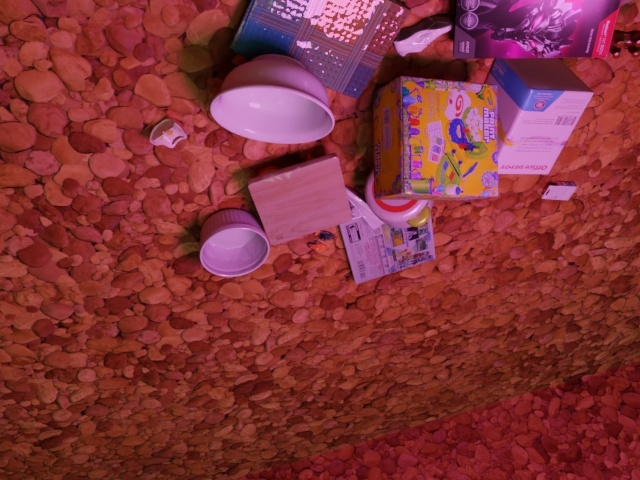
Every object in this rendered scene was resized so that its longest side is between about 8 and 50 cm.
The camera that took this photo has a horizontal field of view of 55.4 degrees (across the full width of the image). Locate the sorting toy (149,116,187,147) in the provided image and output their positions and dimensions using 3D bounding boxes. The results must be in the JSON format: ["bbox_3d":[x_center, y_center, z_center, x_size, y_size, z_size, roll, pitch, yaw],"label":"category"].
[{"bbox_3d":[-0.382,-0.268,1.552,0.083,0.045,0.075,-31,143,13],"label":"sorting toy"}]

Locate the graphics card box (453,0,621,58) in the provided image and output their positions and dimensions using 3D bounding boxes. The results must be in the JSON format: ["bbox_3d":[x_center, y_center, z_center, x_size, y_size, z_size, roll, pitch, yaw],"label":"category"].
[{"bbox_3d":[0.502,-0.550,1.430,0.371,0.094,0.232,4,139,12],"label":"graphics card box"}]

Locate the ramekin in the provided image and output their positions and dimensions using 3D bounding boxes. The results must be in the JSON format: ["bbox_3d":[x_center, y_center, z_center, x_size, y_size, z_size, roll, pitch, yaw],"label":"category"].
[{"bbox_3d":[-0.263,0.001,1.818,0.207,0.109,0.207,-10,136,-10],"label":"ramekin"}]

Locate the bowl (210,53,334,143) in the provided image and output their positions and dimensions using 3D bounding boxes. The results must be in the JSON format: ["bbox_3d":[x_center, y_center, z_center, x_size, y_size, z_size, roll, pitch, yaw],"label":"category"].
[{"bbox_3d":[-0.107,-0.349,1.452,0.298,0.134,0.298,6,166,1],"label":"bowl"}]

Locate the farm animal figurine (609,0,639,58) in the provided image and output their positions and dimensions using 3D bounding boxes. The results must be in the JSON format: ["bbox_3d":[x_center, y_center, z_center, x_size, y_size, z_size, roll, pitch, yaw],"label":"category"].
[{"bbox_3d":[0.761,-0.632,1.469,0.327,0.172,0.330,-18,131,33],"label":"farm animal figurine"}]

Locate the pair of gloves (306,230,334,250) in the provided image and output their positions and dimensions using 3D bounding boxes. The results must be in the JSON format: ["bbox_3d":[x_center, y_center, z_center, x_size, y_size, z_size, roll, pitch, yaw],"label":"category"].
[{"bbox_3d":[0.000,0.000,1.980,0.074,0.010,0.083,14,126,-29],"label":"pair of gloves"}]

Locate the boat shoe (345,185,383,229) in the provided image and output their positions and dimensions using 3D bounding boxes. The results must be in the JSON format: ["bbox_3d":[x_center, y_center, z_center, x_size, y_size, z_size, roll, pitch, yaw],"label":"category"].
[{"bbox_3d":[0.121,-0.097,1.864,0.063,0.066,0.184,-45,124,13],"label":"boat shoe"}]

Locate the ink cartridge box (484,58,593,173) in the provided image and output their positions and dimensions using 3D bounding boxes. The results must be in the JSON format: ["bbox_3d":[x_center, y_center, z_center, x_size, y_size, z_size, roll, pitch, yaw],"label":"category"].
[{"bbox_3d":[0.560,-0.344,1.680,0.198,0.197,0.270,-2,135,-18],"label":"ink cartridge box"}]

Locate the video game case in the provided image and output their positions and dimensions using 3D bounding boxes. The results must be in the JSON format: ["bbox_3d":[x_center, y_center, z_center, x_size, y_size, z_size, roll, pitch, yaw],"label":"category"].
[{"bbox_3d":[0.229,-0.006,2.036,0.300,0.036,0.329,-18,137,0],"label":"video game case"}]

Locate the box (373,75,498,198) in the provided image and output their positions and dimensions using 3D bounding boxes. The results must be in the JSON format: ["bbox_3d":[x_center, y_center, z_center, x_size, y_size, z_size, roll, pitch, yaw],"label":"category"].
[{"bbox_3d":[0.298,-0.254,1.590,0.279,0.289,0.177,0,179,-19],"label":"box"}]

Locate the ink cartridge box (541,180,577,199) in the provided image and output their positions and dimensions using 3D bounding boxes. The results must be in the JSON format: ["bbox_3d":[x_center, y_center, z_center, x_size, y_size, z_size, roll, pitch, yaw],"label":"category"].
[{"bbox_3d":[0.806,-0.170,2.069,0.115,0.029,0.063,2,134,-19],"label":"ink cartridge box"}]

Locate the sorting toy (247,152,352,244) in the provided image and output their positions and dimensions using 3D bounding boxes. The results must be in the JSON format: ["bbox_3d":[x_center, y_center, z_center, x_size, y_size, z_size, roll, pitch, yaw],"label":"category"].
[{"bbox_3d":[-0.059,-0.135,1.763,0.257,0.089,0.255,-17,137,-1],"label":"sorting toy"}]

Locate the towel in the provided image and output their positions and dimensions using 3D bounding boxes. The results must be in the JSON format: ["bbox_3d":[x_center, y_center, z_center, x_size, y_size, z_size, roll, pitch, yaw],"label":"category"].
[{"bbox_3d":[-0.001,-0.503,1.437,0.370,0.040,0.271,13,129,-29],"label":"towel"}]

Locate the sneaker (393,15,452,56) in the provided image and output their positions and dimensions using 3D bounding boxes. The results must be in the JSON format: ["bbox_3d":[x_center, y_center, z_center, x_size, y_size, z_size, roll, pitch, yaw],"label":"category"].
[{"bbox_3d":[0.255,-0.509,1.518,0.152,0.053,0.061,-17,143,10],"label":"sneaker"}]

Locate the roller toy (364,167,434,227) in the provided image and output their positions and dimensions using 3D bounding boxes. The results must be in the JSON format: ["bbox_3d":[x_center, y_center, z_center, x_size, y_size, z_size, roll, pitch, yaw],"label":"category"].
[{"bbox_3d":[0.232,-0.139,1.774,0.191,0.209,0.146,3,170,17],"label":"roller toy"}]
